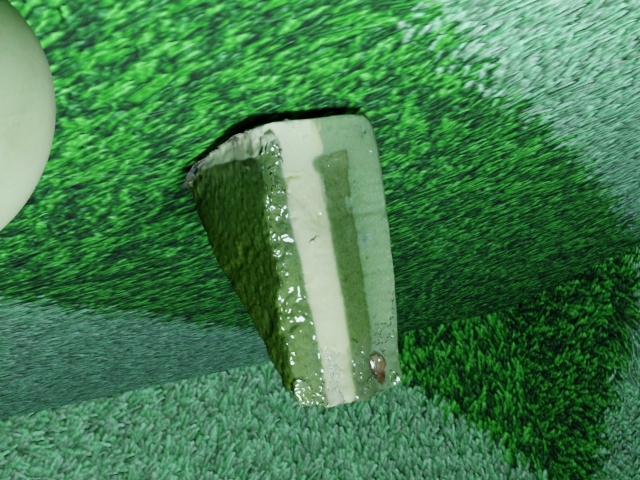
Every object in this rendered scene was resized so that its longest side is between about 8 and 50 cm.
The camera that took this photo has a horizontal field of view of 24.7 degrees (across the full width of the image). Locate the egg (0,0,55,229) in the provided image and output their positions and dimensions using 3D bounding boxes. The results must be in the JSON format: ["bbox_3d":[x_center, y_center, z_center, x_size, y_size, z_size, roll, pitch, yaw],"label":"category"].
[{"bbox_3d":[-0.272,-0.069,0.884,0.253,0.189,0.188,-20,169,36],"label":"egg"}]

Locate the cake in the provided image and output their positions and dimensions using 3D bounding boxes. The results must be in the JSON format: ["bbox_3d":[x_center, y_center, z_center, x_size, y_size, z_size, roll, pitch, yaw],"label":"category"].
[{"bbox_3d":[0.001,0.006,1.446,0.158,0.284,0.172,-9,150,-31],"label":"cake"}]
